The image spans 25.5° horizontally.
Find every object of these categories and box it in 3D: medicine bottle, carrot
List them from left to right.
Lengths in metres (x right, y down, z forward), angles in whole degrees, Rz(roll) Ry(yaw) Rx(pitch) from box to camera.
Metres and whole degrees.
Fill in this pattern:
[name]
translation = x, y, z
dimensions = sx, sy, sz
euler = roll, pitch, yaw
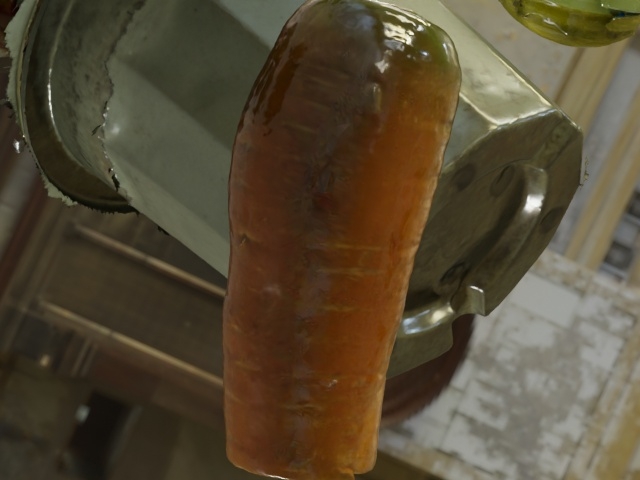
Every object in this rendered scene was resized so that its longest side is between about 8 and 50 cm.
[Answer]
[carrot]
translation = 0.000, 0.000, 0.563
dimensions = 0.087, 0.087, 0.193
euler = -121, -136, -79
[medicine bottle]
translation = 0.215, -0.265, 1.075
dimensions = 0.124, 0.124, 0.238
euler = -88, -171, -67

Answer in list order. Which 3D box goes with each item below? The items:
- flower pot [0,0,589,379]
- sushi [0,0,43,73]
[flower pot]
translation = -0.004, -0.064, 0.831
dimensions = 0.290, 0.259, 0.290
euler = -34, 150, -22
[sushi]
translation = -0.284, -0.242, 1.058
dimensions = 0.212, 0.215, 0.227
euler = -4, -83, 61
